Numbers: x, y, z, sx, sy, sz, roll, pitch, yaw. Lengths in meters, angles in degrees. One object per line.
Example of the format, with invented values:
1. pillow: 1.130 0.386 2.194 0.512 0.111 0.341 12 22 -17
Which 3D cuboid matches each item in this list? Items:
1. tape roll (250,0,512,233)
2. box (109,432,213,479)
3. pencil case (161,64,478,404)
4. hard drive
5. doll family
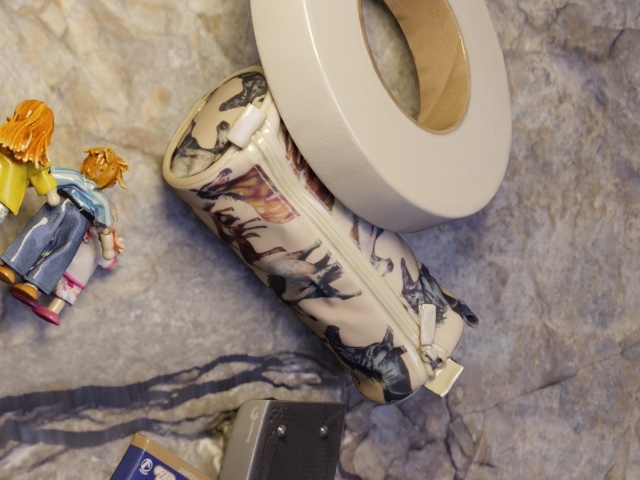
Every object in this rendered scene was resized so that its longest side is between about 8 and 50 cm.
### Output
1. tape roll: 0.074 -0.202 1.645 0.392 0.072 0.392 26 56 -46
2. box: -0.199 0.334 1.639 0.136 0.036 0.225 40 74 -34
3. pencil case: 0.000 0.000 1.650 0.160 0.183 0.410 -52 122 -19
4. hard drive: -0.055 0.297 1.703 0.172 0.054 0.254 10 91 -56
5. doll family: -0.267 -0.038 1.480 0.263 0.118 0.163 43 71 -33
